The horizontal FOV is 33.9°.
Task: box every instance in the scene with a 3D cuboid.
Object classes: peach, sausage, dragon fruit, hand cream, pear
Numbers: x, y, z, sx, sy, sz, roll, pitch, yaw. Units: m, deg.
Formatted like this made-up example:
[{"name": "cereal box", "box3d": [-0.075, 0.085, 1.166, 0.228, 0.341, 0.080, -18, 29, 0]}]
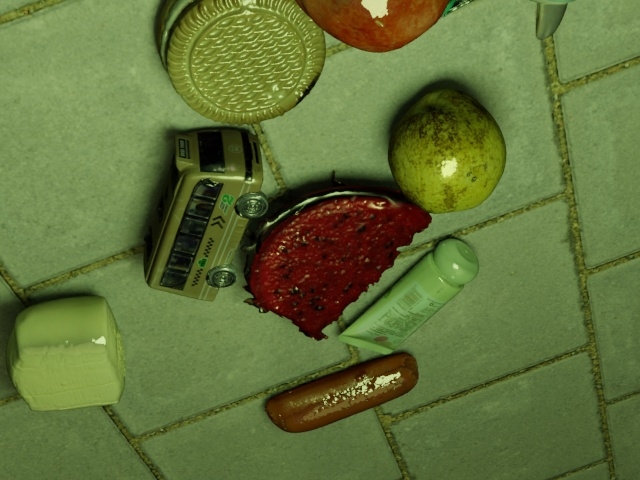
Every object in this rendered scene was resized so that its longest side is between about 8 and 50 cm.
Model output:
[{"name": "peach", "box3d": [0.083, -0.370, 1.438, 0.232, 0.232, 0.257, -42, 146, 21]}, {"name": "sausage", "box3d": [0.047, 0.317, 2.167, 0.330, 0.102, 0.102, -20, 135, 2]}, {"name": "dragon fruit", "box3d": [0.000, 0.000, 1.843, 0.282, 0.100, 0.343, 30, 114, -38]}, {"name": "hand cream", "box3d": [0.179, 0.120, 2.024, 0.147, 0.093, 0.306, 20, 126, -38]}, {"name": "pear", "box3d": [0.206, -0.148, 1.703, 0.197, 0.197, 0.197, -9, 134, -10]}]

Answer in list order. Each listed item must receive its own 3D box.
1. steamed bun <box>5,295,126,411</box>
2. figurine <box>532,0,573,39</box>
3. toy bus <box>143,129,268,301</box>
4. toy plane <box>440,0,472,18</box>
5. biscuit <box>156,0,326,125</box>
[{"name": "steamed bun", "box3d": [-0.446, 0.192, 1.845, 0.200, 0.154, 0.250, -6, 140, -9]}, {"name": "figurine", "box3d": [0.335, -0.484, 1.462, 0.361, 0.266, 0.377, -36, 164, -14]}, {"name": "toy bus", "box3d": [-0.193, -0.045, 1.717, 0.157, 0.139, 0.289, 10, 132, -20]}, {"name": "toy plane", "box3d": [0.177, -0.364, 1.587, 0.235, 0.060, 0.096, -24, 143, 9]}, {"name": "biscuit", "box3d": [-0.114, -0.287, 1.549, 0.259, 0.079, 0.259, -9, 134, -10]}]
